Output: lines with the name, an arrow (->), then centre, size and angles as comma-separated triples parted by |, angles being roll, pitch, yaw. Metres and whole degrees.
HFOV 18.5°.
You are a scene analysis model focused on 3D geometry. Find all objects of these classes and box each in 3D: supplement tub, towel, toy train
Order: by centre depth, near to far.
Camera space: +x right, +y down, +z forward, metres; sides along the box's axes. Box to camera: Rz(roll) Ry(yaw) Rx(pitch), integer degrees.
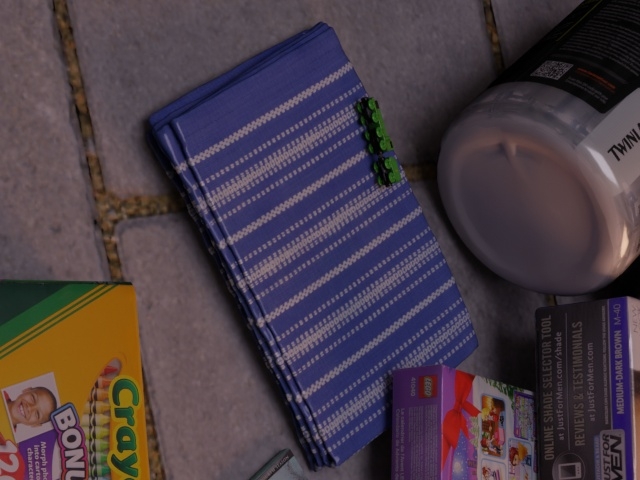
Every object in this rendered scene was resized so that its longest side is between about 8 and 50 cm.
towel -> 0.000, 0.000, 1.696 | 0.243, 0.040, 0.336 | -36, 105, -42
toy train -> 0.053, -0.087, 1.730 | 0.023, 0.017, 0.083 | -16, 91, -55
supplement tub -> 0.276, -0.114, 1.840 | 0.338, 0.207, 0.207 | -42, 107, -38

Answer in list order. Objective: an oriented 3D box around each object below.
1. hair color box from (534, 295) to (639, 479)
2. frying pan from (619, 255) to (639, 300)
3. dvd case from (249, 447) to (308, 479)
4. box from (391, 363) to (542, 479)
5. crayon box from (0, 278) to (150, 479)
hair color box -> 0.334, 0.173, 1.849 | 0.339, 0.110, 0.185 | 15, 69, -48
frying pan -> 0.327, 0.016, 1.856 | 0.053, 0.197, 0.326 | 47, 38, 6
dvd case -> -0.026, 0.245, 1.623 | 0.087, 0.013, 0.119 | -39, 104, -39
box -> 0.140, 0.268, 1.709 | 0.201, 0.057, 0.293 | 20, 67, -49
crayon box -> -0.213, 0.171, 1.434 | 0.165, 0.081, 0.278 | 2, 78, -40
